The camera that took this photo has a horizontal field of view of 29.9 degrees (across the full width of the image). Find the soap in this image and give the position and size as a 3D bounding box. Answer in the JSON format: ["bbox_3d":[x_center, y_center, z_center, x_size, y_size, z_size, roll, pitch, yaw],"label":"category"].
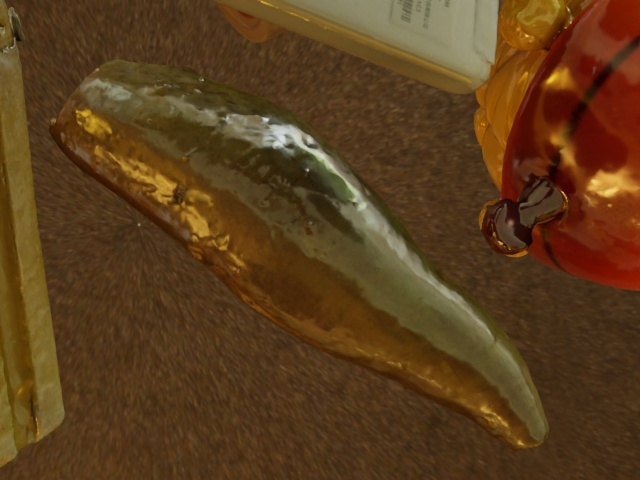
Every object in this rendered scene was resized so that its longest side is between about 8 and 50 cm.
[{"bbox_3d":[-0.237,0.010,0.672,0.089,0.173,0.274,8,112,29],"label":"soap"}]

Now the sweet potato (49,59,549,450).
[{"bbox_3d":[0.000,0.000,0.492,0.243,0.077,0.077,34,86,6],"label":"sweet potato"}]

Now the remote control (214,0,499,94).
[{"bbox_3d":[-0.041,-0.117,0.417,0.261,0.029,0.067,16,73,-31],"label":"remote control"}]

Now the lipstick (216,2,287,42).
[{"bbox_3d":[0.058,-0.189,0.625,0.254,0.070,0.070,-31,95,-19],"label":"lipstick"}]

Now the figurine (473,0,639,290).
[{"bbox_3d":[0.230,-0.078,0.688,0.323,0.196,0.320,-8,134,-5],"label":"figurine"}]
